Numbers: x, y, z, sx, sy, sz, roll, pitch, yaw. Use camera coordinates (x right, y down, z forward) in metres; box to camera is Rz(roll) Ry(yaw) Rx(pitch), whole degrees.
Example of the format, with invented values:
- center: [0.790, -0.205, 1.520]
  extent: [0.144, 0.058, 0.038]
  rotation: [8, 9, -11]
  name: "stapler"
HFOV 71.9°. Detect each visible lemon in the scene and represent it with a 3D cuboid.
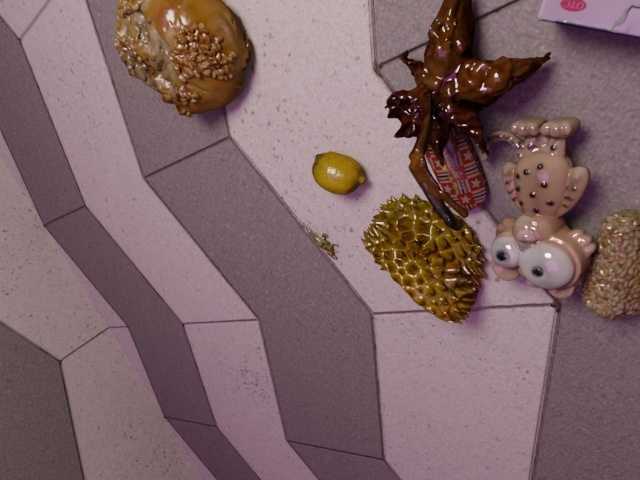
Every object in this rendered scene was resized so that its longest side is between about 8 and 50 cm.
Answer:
- center: [0.036, -0.130, 0.860]
  extent: [0.111, 0.082, 0.082]
  rotation: [26, 129, 13]
  name: "lemon"

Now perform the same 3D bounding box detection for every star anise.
- center: [0.193, -0.183, 0.630]
  extent: [0.237, 0.148, 0.346]
  rotation: [3, 79, 27]
  name: "star anise"

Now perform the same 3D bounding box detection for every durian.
- center: [0.204, 0.022, 0.821]
  extent: [0.261, 0.154, 0.186]
  rotation: [28, 106, 9]
  name: "durian"

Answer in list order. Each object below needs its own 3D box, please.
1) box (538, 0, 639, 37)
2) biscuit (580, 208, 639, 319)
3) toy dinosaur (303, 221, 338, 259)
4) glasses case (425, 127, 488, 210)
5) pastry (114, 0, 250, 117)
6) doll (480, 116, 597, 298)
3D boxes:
- center: [0.382, -0.370, 0.444]
  extent: [0.200, 0.106, 0.299]
  rotation: [25, 127, 24]
  name: "box"
- center: [0.455, 0.038, 0.668]
  extent: [0.070, 0.082, 0.168]
  rotation: [-123, 23, -61]
  name: "biscuit"
- center: [0.003, 0.000, 0.998]
  extent: [0.113, 0.026, 0.041]
  rotation: [48, 151, -11]
  name: "toy dinosaur"
- center: [0.220, -0.138, 0.743]
  extent: [0.073, 0.049, 0.194]
  rotation: [-20, 104, 41]
  name: "glasses case"
- center: [-0.294, -0.399, 0.877]
  extent: [0.311, 0.162, 0.255]
  rotation: [45, 131, 2]
  name: "pastry"
- center: [0.333, -0.048, 0.679]
  extent: [0.154, 0.119, 0.278]
  rotation: [5, 114, 50]
  name: "doll"
